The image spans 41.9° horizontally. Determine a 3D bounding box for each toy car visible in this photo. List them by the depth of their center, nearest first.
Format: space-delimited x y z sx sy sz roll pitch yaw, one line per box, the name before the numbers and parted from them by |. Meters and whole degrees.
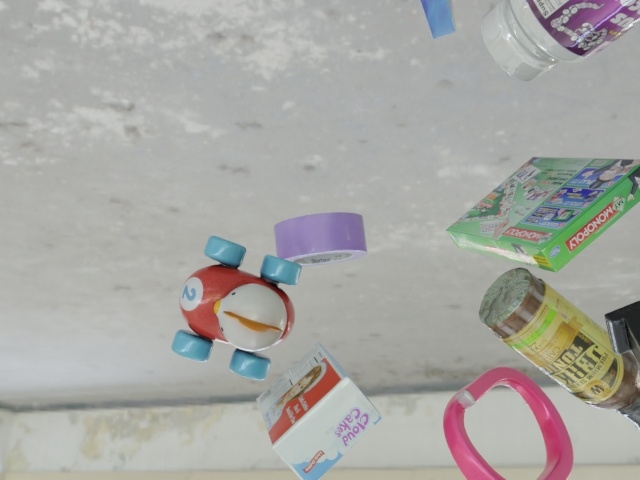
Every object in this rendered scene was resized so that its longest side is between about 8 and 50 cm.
toy car | -0.138 0.120 1.414 0.210 0.219 0.238 19 177 -7

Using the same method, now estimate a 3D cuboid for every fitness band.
fitness band | 0.302 0.307 1.312 0.054 0.209 0.291 -45 164 32

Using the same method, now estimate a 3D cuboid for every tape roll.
tape roll | 0.000 0.000 1.731 0.189 0.080 0.189 -6 171 -1

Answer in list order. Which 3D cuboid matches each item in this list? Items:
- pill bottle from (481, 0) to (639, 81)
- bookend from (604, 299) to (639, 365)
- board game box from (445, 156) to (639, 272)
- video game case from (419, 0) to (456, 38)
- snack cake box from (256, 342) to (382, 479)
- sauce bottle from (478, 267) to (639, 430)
pill bottle | 0.364 -0.347 1.125 0.169 0.169 0.301 13 148 -31
bookend | 0.367 0.114 0.753 0.156 0.157 0.072 -24 137 8
board game box | 0.354 -0.052 1.327 0.046 0.213 0.317 53 171 -15
video game case | 0.235 -0.628 1.851 0.061 0.244 0.269 -13 134 17
snack cake box | -0.009 0.267 1.335 0.089 0.152 0.264 49 176 -9
sauce bottle | 0.396 0.176 1.251 0.344 0.111 0.111 35 151 -13
